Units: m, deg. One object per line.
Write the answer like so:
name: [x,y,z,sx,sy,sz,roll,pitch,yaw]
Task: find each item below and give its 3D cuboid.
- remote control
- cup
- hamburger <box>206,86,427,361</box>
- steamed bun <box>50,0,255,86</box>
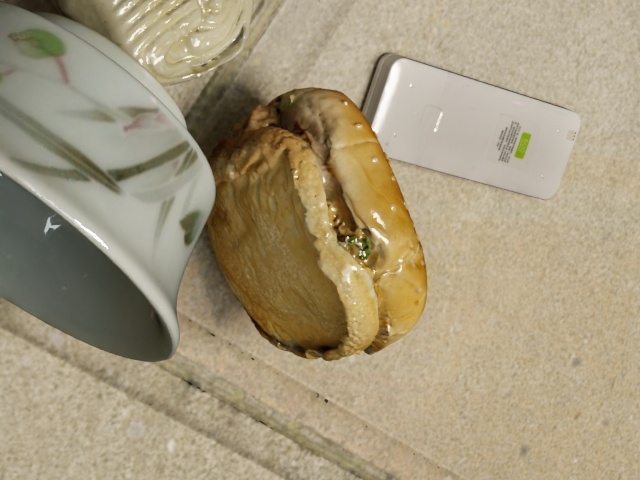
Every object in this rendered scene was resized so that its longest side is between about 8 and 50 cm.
remote control: [0.153,-0.113,1.562,0.250,0.034,0.103,12,101,-31]
cup: [-0.218,-0.068,1.216,0.347,0.347,0.163,46,67,-33]
hamburger: [0.000,0.000,1.396,0.146,0.243,0.286,-23,133,-23]
steamed bun: [-0.141,-0.235,1.295,0.211,0.144,0.218,-39,93,-24]
